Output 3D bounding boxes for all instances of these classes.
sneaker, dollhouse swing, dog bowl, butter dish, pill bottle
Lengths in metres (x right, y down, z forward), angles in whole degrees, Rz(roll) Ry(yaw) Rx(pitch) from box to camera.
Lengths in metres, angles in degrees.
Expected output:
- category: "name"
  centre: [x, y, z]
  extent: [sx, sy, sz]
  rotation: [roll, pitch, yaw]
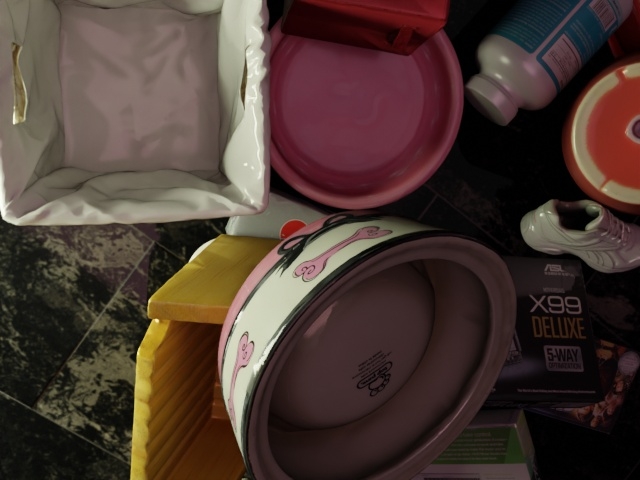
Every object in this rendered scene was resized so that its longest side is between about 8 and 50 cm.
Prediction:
- category: "sneaker"
  centre: [0.456, -0.012, 1.197]
  extent: [0.232, 0.115, 0.090]
  rotation: [10, 66, -6]
- category: "dollhouse swing"
  centre: [-0.055, 0.212, 1.047]
  extent: [0.305, 0.315, 0.347]
  rotation: [16, 116, 11]
- category: "dog bowl"
  centre: [0.051, 0.141, 0.939]
  extent: [0.408, 0.150, 0.408]
  rotation: [-18, 125, -27]
- category: "butter dish"
  centre: [0.544, -0.380, 1.174]
  extent: [0.160, 0.118, 0.160]
  rotation: [-31, 106, -4]
- category: "pill bottle"
  centre: [0.342, -0.306, 1.134]
  extent: [0.146, 0.146, 0.264]
  rotation: [42, 91, -16]

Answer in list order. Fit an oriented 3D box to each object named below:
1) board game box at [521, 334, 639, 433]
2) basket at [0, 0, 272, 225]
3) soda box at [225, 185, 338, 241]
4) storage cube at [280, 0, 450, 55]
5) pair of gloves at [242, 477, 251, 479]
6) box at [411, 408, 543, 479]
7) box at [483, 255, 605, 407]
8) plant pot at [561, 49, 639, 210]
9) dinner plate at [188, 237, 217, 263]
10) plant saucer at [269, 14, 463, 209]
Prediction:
- category: "board game box"
  centre: [0.445, 0.240, 1.320]
  extent: [0.243, 0.042, 0.165]
  rotation: [18, 97, -14]
- category: "basket"
  centre: [-0.242, -0.204, 0.974]
  extent: [0.331, 0.266, 0.328]
  rotation: [-2, 102, -10]
- category: "soda box"
  centre: [0.000, 0.000, 1.155]
  extent: [0.286, 0.091, 0.098]
  rotation: [21, 98, -14]
- category: "storage cube"
  centre: [0.060, -0.368, 0.962]
  extent: [0.193, 0.183, 0.215]
  rotation: [8, 90, -9]
- category: "pair of gloves"
  centre: [-0.101, 0.398, 1.159]
  extent: [0.240, 0.204, 0.042]
  rotation: [-17, 91, -8]
- category: "box"
  centre: [0.269, 0.441, 1.255]
  extent: [0.232, 0.058, 0.322]
  rotation: [-10, 108, 30]
- category: "box"
  centre: [0.290, 0.147, 1.194]
  extent: [0.307, 0.076, 0.242]
  rotation: [4, 68, -12]
- category: "plant pot"
  centre: [0.487, -0.161, 1.088]
  extent: [0.275, 0.243, 0.275]
  rotation: [4, 99, 25]
- category: "dinner plate"
  centre: [-0.147, 0.064, 1.178]
  extent: [0.141, 0.017, 0.141]
  rotation: [-2, 101, -12]
- category: "plant saucer"
  centre: [0.052, -0.217, 1.126]
  extent: [0.332, 0.084, 0.332]
  rotation: [-2, 101, -12]
